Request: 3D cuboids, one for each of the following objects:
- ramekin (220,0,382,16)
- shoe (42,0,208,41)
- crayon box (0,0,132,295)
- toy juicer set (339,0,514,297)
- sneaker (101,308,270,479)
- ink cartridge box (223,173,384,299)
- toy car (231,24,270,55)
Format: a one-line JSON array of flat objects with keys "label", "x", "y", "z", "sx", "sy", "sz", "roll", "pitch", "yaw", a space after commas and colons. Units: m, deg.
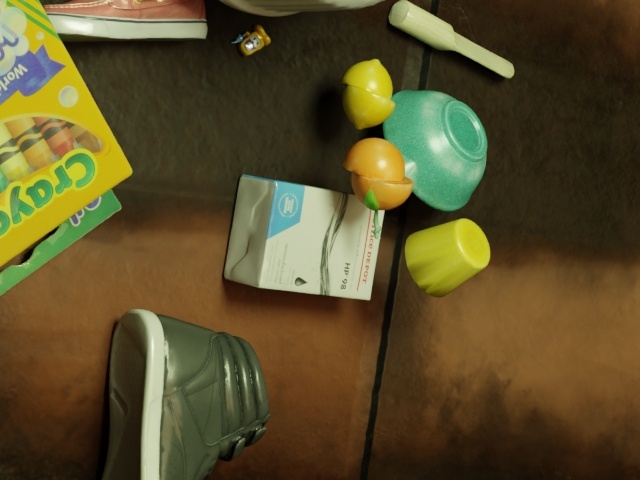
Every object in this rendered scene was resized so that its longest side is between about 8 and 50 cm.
[{"label": "ramekin", "x": 0.005, "y": -0.316, "z": 1.279, "sx": 0.273, "sy": 0.127, "sz": 0.273, "roll": -21, "pitch": 120, "yaw": -42}, {"label": "shoe", "x": -0.174, "y": -0.214, "z": 1.316, "sx": 0.178, "sy": 0.063, "sz": 0.081, "roll": -7, "pitch": 97, "yaw": -41}, {"label": "crayon box", "x": -0.291, "y": -0.093, "z": 1.209, "sx": 0.203, "sy": 0.083, "sz": 0.323, "roll": -38, "pitch": 120, "yaw": -21}, {"label": "toy juicer set", "x": 0.091, "y": -0.117, "z": 1.531, "sx": 0.209, "sy": 0.089, "sz": 0.329, "roll": 39, "pitch": 43, "yaw": -26}, {"label": "sneaker", "x": -0.121, "y": 0.214, "z": 1.397, "sx": 0.147, "sy": 0.104, "sz": 0.296, "roll": 5, "pitch": 89, "yaw": -35}, {"label": "ink cartridge box", "x": 0.000, "y": 0.000, "z": 1.492, "sx": 0.180, "sy": 0.060, "sz": 0.104, "roll": 8, "pitch": 92, "yaw": -40}, {"label": "toy car", "x": -0.075, "y": -0.218, "z": 1.396, "sx": 0.040, "sy": 0.060, "sz": 0.122, "roll": -42, "pitch": 121, "yaw": -23}]
